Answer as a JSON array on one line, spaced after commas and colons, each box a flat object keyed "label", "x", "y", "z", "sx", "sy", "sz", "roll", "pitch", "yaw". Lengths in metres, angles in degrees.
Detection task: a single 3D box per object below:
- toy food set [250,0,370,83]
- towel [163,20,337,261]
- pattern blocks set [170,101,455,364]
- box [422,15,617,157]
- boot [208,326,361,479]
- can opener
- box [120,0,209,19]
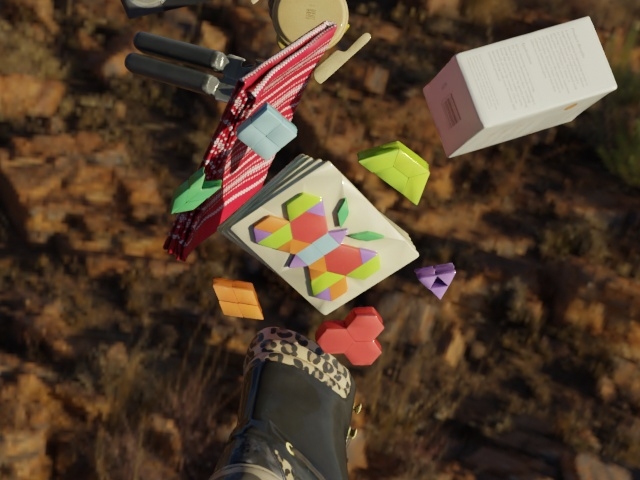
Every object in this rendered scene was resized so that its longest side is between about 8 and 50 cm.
[{"label": "toy food set", "x": -0.021, "y": -0.359, "z": 2.004, "sx": 0.192, "sy": 0.132, "sz": 0.038, "roll": 50, "pitch": -2, "yaw": -7}, {"label": "towel", "x": -0.078, "y": -0.111, "z": 1.421, "sx": 0.031, "sy": 0.274, "sz": 0.199, "roll": 36, "pitch": 41, "yaw": 8}, {"label": "pattern blocks set", "x": 0.000, "y": 0.000, "z": 1.343, "sx": 0.325, "sy": 0.285, "sz": 0.026, "roll": 28, "pitch": 31, "yaw": -25}, {"label": "box", "x": 0.223, "y": -0.173, "z": 1.418, "sx": 0.171, "sy": 0.130, "sz": 0.091, "roll": -18, "pitch": 83, "yaw": -16}, {"label": "boot", "x": 0.004, "y": 0.306, "z": 1.468, "sx": 0.138, "sy": 0.377, "sz": 0.284, "roll": -26, "pitch": 32, "yaw": 23}, {"label": "can opener", "x": -0.167, "y": -0.255, "z": 1.949, "sx": 0.284, "sy": 0.076, "sz": 0.095, "roll": 18, "pitch": -6, "yaw": 23}, {"label": "box", "x": -0.076, "y": -0.455, "z": 1.707, "sx": 0.318, "sy": 0.097, "sz": 0.395, "roll": -6, "pitch": 34, "yaw": 21}]
